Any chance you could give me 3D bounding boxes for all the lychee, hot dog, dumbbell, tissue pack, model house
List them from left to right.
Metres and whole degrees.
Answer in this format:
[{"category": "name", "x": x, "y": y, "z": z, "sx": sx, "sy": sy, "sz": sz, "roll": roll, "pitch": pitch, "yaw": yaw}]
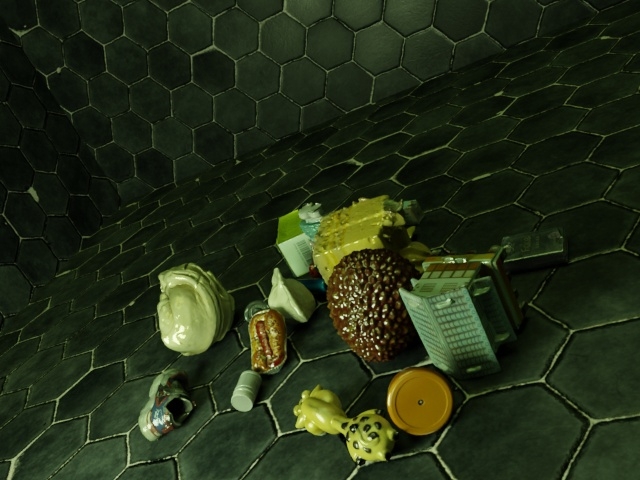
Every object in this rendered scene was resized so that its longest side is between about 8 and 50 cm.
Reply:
[{"category": "dumbbell", "x": -0.174, "y": 0.233, "z": 1.881, "sx": 0.082, "sy": 0.081, "sz": 0.254, "roll": -32, "pitch": 24, "yaw": -9}, {"category": "hot dog", "x": -0.141, "y": 0.270, "z": 1.723, "sx": 0.108, "sy": 0.059, "sz": 0.191, "roll": -17, "pitch": 53, "yaw": 10}, {"category": "lychee", "x": 0.131, "y": 0.161, "z": 1.515, "sx": 0.271, "sy": 0.271, "sz": 0.271, "roll": -23, "pitch": 24, "yaw": 11}, {"category": "tissue pack", "x": 0.273, "y": -0.086, "z": 2.062, "sx": 0.094, "sy": 0.074, "sz": 0.058, "roll": -5, "pitch": 40, "yaw": 39}, {"category": "model house", "x": 0.303, "y": 0.143, "z": 1.374, "sx": 0.198, "sy": 0.224, "sz": 0.215, "roll": -5, "pitch": 31, "yaw": 40}, {"category": "tissue pack", "x": 0.528, "y": 0.024, "z": 1.588, "sx": 0.156, "sy": 0.051, "sz": 0.112, "roll": -14, "pitch": 28, "yaw": 29}]

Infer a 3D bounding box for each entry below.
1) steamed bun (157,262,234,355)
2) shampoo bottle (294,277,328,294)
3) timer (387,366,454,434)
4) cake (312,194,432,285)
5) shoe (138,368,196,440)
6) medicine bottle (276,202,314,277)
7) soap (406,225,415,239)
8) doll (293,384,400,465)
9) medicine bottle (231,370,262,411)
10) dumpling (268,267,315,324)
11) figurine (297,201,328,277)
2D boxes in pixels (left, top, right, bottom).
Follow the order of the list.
[{"category": "steamed bun", "x": -0.375, "y": 0.201, "z": 1.963, "sx": 0.203, "sy": 0.276, "sz": 0.289, "roll": -16, "pitch": -1, "yaw": 0}, {"category": "shampoo bottle", "x": -0.033, "y": 0.140, "z": 1.930, "sx": 0.183, "sy": 0.050, "sz": 0.087, "roll": -6, "pitch": -9, "yaw": 41}, {"category": "timer", "x": 0.192, "y": 0.310, "z": 1.314, "sx": 0.132, "sy": 0.132, "sz": 0.152, "roll": -28, "pitch": 3, "yaw": -1}, {"category": "cake", "x": 0.154, "y": 0.022, "z": 1.780, "sx": 0.286, "sy": 0.227, "sz": 0.222, "roll": -20, "pitch": 29, "yaw": 22}, {"category": "shoe", "x": -0.388, "y": 0.420, "z": 1.699, "sx": 0.126, "sy": 0.099, "sz": 0.227, "roll": -25, "pitch": 28, "yaw": 27}, {"category": "medicine bottle", "x": -0.054, "y": -0.005, "z": 2.165, "sx": 0.141, "sy": 0.137, "sz": 0.250, "roll": -24, "pitch": 23, "yaw": 10}, {"category": "soap", "x": 0.223, "y": 0.011, "z": 1.964, "sx": 0.168, "sy": 0.033, "sz": 0.089, "roll": -25, "pitch": 26, "yaw": 5}, {"category": "doll", "x": 0.048, "y": 0.382, "z": 1.333, "sx": 0.291, "sy": 0.086, "sz": 0.117, "roll": 8, "pitch": 59, "yaw": 51}, {"category": "medicine bottle", "x": -0.187, "y": 0.379, "z": 1.622, "sx": 0.058, "sy": 0.058, "sz": 0.091, "roll": -18, "pitch": 25, "yaw": 21}, {"category": "dumpling", "x": -0.092, "y": 0.159, "z": 1.834, "sx": 0.126, "sy": 0.166, "sz": 0.216, "roll": -24, "pitch": 16, "yaw": 12}, {"category": "figurine", "x": 0.000, "y": 0.000, "z": 1.971, "sx": 0.138, "sy": 0.245, "sz": 0.110, "roll": -5, "pitch": 30, "yaw": 30}]
